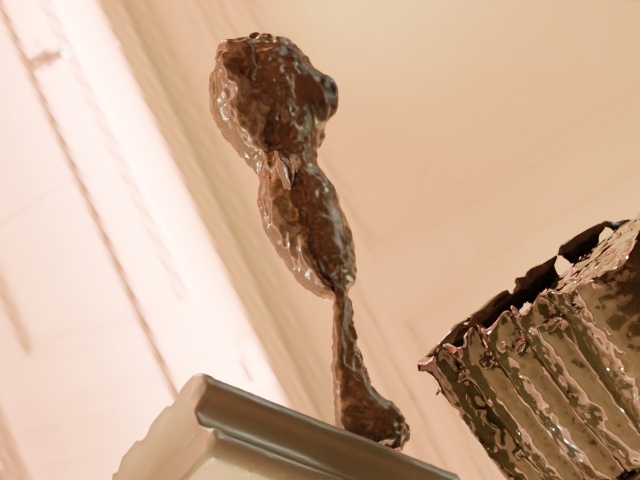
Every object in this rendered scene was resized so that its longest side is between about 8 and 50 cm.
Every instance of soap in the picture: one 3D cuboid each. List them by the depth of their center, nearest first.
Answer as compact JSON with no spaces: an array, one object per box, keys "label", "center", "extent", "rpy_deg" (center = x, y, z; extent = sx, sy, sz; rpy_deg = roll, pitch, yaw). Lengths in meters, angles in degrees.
[{"label":"soap","center":[-0.019,0.165,0.899],"extent":[0.198,0.119,0.066],"rpy_deg":[25,-152,-30]}]

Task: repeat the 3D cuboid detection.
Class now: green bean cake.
[{"label":"green bean cake","center":[0.209,0.033,0.878],"extent":[0.255,0.241,0.132],"rpy_deg":[-34,-96,-28]}]

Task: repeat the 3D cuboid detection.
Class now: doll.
[{"label":"doll","center":[-0.006,-0.006,1.014],"extent":[0.203,0.091,0.286],"rpy_deg":[56,-162,-47]}]
